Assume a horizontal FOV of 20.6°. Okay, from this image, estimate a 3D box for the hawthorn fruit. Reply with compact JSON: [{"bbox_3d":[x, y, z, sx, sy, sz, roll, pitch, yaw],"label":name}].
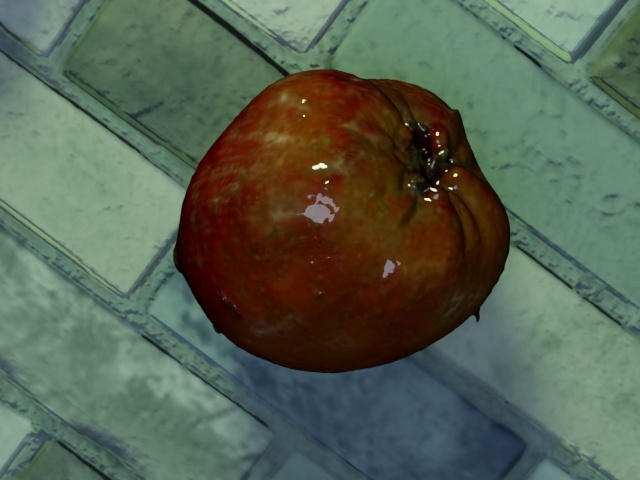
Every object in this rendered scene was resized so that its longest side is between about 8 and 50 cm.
[{"bbox_3d":[0.000,0.000,1.039,0.202,0.185,0.185,-35,98,31],"label":"hawthorn fruit"}]
